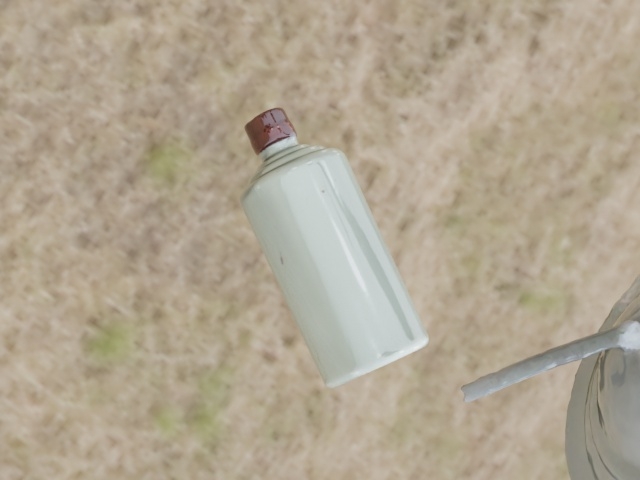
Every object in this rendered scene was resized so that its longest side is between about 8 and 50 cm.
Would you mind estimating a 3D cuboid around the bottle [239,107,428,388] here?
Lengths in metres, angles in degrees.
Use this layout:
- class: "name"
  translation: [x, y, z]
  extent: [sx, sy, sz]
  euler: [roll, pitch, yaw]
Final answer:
- class: "bottle"
  translation: [0.000, 0.000, 1.294]
  extent: [0.104, 0.245, 0.104]
  euler: [-24, 176, -2]

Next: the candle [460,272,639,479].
- class: "candle"
  translation: [0.276, 0.112, 0.829]
  extent: [0.343, 0.221, 0.221]
  euler: [29, 92, -31]
